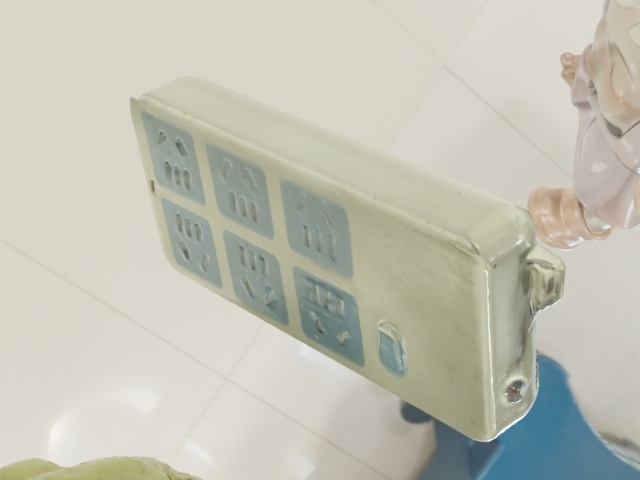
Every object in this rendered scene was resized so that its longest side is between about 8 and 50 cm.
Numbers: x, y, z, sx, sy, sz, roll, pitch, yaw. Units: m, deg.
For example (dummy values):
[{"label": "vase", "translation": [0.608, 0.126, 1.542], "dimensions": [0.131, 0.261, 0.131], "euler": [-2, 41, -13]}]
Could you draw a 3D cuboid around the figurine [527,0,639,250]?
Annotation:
[{"label": "figurine", "translation": [0.208, -0.081, 0.615], "dimensions": [0.133, 0.276, 0.200], "euler": [7, 61, -2]}]

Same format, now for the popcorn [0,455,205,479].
[{"label": "popcorn", "translation": [-0.120, 0.232, 0.554], "dimensions": [0.321, 0.290, 0.325], "euler": [-4, 115, -1]}]

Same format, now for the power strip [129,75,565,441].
[{"label": "power strip", "translation": [0.000, 0.000, 0.381], "dimensions": [0.035, 0.192, 0.081], "euler": [-29, 129, -33]}]
